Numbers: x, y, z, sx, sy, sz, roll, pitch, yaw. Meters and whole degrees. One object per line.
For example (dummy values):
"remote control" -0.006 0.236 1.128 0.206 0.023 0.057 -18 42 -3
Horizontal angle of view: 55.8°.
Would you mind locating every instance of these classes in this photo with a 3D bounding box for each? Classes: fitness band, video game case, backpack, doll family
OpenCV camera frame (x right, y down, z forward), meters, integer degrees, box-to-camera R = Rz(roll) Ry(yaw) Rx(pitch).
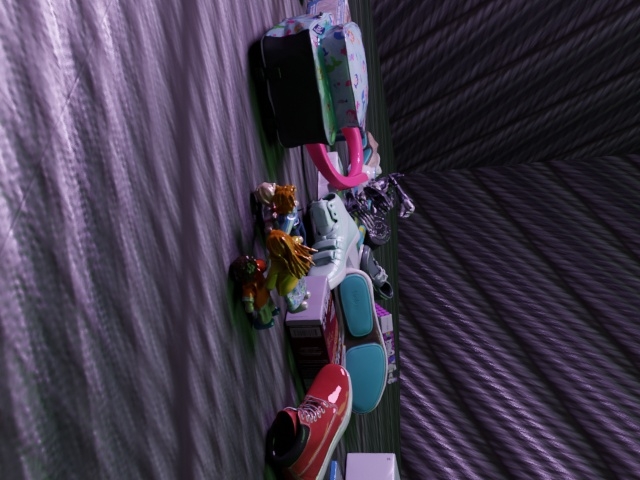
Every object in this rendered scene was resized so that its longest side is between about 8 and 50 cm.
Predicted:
"fitness band" 0.040 -0.227 1.479 0.291 0.054 0.208 -28 100 -64
"video game case" 0.042 0.629 1.467 0.119 0.015 0.166 -83 164 -46
"backpack" -0.008 -0.313 1.143 0.253 0.191 0.225 -84 165 -60
"doll family" -0.053 0.004 0.948 0.262 0.119 0.163 -82 163 -45
"video game case" 0.147 0.273 1.756 0.232 0.042 0.210 -147 -134 -65

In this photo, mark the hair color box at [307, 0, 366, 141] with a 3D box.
"hair color box" 0.047 -0.448 1.623 0.347 0.105 0.173 69 20 -53

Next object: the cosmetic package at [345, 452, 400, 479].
"cosmetic package" 0.144 0.727 1.624 0.224 0.138 0.224 -82 164 -46

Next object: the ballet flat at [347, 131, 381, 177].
"ballet flat" 0.163 -0.273 2.076 0.106 0.108 0.316 46 31 -23

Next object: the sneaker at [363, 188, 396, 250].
"sneaker" 0.201 -0.088 2.236 0.130 0.109 0.286 127 -17 -56

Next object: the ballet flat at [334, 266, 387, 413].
"ballet flat" 0.101 0.263 1.641 0.139 0.139 0.399 -41 125 -76

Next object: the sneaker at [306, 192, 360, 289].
"sneaker" 0.000 0.000 1.325 0.151 0.094 0.255 61 33 -26

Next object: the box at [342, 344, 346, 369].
"box" 0.028 0.299 1.441 0.179 0.043 0.105 51 37 -74

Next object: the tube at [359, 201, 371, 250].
"tube" 0.144 -0.065 2.125 0.080 0.052 0.206 62 32 -58

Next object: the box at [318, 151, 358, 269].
"box" 0.053 -0.058 1.637 0.322 0.059 0.232 63 26 -64

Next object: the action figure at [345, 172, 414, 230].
"action figure" 0.161 -0.105 1.674 0.140 0.164 0.276 65 23 -2

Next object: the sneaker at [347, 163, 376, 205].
"sneaker" 0.105 -0.127 1.866 0.087 0.092 0.228 -69 173 -68

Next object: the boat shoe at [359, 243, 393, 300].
"boat shoe" 0.195 0.117 2.138 0.319 0.099 0.116 70 30 -53

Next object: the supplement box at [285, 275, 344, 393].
"supplement box" -0.006 0.202 1.232 0.130 0.073 0.239 -80 163 -51

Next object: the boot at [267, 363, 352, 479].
"boot" -0.015 0.295 1.060 0.176 0.089 0.244 71 32 -45
